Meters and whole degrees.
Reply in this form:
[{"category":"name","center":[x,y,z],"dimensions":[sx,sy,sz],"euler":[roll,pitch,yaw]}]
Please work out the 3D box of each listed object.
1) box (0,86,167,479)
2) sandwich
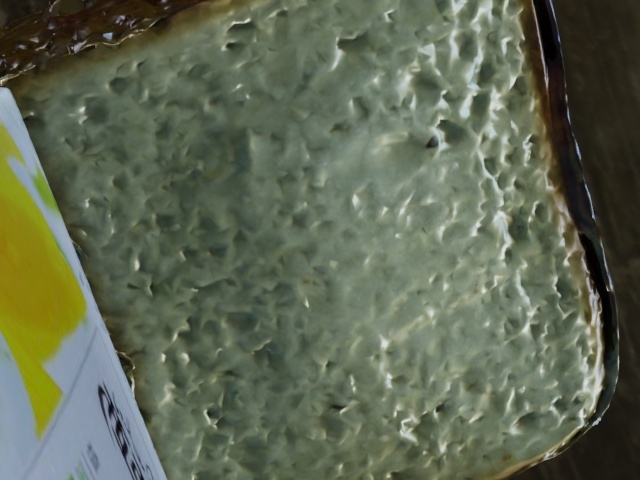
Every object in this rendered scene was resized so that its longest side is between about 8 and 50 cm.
[{"category":"box","center":[-0.099,0.104,0.382],"dimensions":[0.111,0.194,0.260],"euler":[-21,-77,4]},{"category":"sandwich","center":[0.000,0.000,0.678],"dimensions":[0.271,0.099,0.301],"euler":[-26,-66,-22]}]
